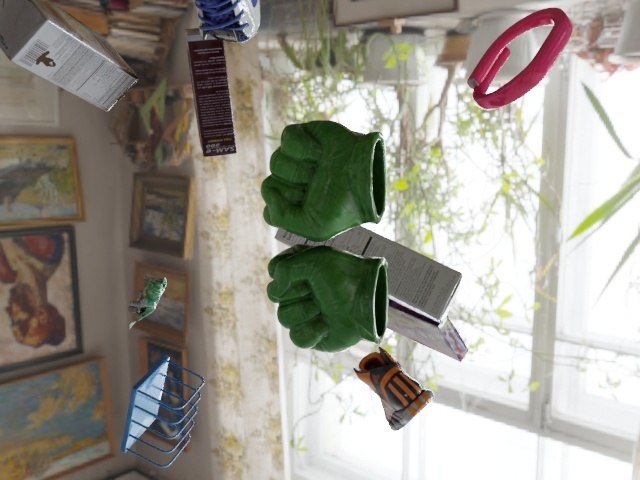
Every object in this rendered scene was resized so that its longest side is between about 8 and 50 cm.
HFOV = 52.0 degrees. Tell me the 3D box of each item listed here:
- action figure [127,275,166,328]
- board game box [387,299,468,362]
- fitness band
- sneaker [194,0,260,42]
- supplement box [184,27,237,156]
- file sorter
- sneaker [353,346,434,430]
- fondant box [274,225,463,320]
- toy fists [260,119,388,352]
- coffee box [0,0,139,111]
[{"bbox_3d":[-0.410,0.131,1.560,0.064,0.137,0.232,32,154,-14],"label":"action figure"},{"bbox_3d":[0.200,0.191,1.701,0.347,0.056,0.208,20,163,39],"label":"board game box"},{"bbox_3d":[0.452,-0.418,1.494,0.054,0.290,0.209,43,158,-24],"label":"fitness band"},{"bbox_3d":[-0.156,-0.402,1.024,0.128,0.182,0.315,2,-161,14],"label":"sneaker"},{"bbox_3d":[-0.222,-0.302,1.327,0.073,0.239,0.130,-9,-157,-10],"label":"supplement box"},{"bbox_3d":[-0.310,0.342,1.303,0.105,0.170,0.118,22,-152,10],"label":"file sorter"},{"bbox_3d":[0.171,0.346,1.572,0.125,0.180,0.321,-40,164,-16],"label":"sneaker"},{"bbox_3d":[0.100,0.043,1.250,0.331,0.096,0.238,27,177,14],"label":"fondant box"},{"bbox_3d":[0.000,0.000,0.772,0.142,0.278,0.096,2,-166,20],"label":"toy fists"},{"bbox_3d":[-0.467,-0.348,1.184,0.141,0.098,0.246,49,-171,20],"label":"coffee box"}]
